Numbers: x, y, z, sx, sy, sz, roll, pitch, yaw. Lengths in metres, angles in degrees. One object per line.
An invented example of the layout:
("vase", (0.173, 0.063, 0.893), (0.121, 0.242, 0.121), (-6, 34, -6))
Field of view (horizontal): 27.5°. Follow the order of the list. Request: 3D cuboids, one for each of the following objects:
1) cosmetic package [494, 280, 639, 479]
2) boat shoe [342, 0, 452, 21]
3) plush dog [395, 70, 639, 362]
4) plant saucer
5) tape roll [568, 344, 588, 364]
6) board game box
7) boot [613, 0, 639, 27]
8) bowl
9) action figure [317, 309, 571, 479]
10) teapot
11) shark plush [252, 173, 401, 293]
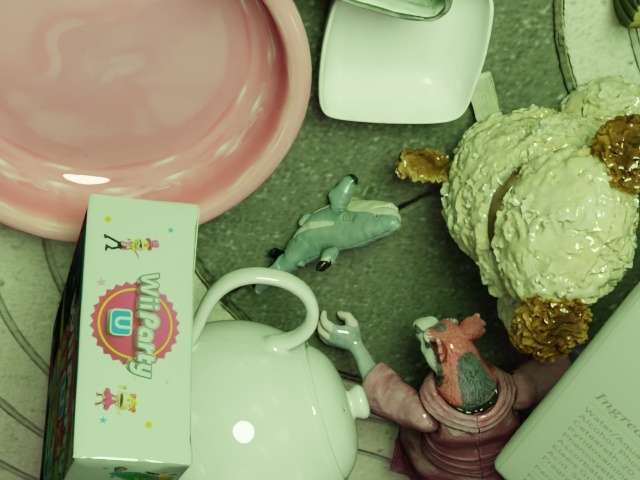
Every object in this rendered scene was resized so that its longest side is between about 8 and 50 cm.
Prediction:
("cosmetic package", (0.416, 0.126, 1.116), (0.329, 0.327, 0.394), (-40, 164, -31))
("boat shoe", (-0.019, -0.243, 0.931), (0.335, 0.119, 0.121), (10, 154, -34))
("plush dog", (0.192, -0.026, 1.115), (0.210, 0.225, 0.263), (17, 99, -20))
("plant saucer", (-0.175, -0.143, 1.068), (0.332, 0.084, 0.332), (-6, 133, -6))
("tape roll", (0.319, 0.203, 1.412), (0.080, 0.189, 0.189), (-6, 133, -6))
("board game box", (-0.182, 0.124, 1.145), (0.097, 0.224, 0.303), (7, 154, -16))
("boot", (0.393, -0.274, 1.073), (0.269, 0.089, 0.236), (-4, 143, -8))
("bowl", (0.067, -0.171, 1.114), (0.141, 0.053, 0.142), (0, 132, -12))
("action figure", (0.142, 0.201, 1.337), (0.248, 0.276, 0.370), (-11, 147, 6))
("teapot", (-0.045, 0.178, 1.285), (0.187, 0.253, 0.256), (-18, 164, 3))
("shark plush", (0.000, 0.000, 1.244), (0.161, 0.067, 0.073), (-21, 133, 8))
